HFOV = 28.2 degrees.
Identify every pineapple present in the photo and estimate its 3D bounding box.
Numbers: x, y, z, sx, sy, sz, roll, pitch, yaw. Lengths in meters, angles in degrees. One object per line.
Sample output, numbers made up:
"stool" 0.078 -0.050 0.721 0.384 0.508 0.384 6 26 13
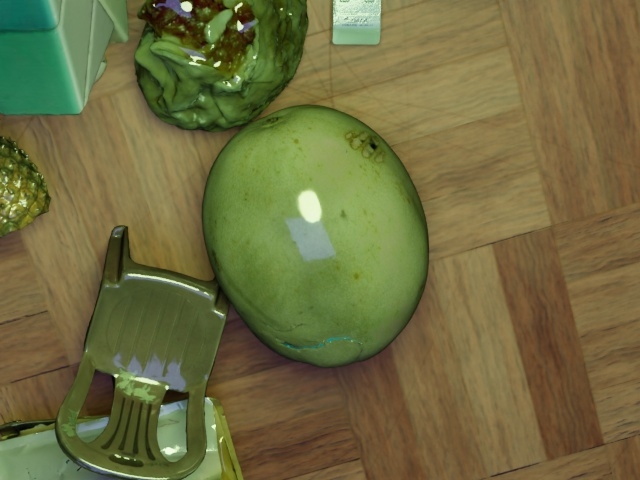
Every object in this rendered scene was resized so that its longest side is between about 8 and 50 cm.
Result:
"pineapple" -0.430 -0.124 1.549 0.125 0.125 0.251 -25 101 4

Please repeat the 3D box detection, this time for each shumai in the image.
"shumai" -0.113 -0.236 1.480 0.189 0.218 0.256 22 101 -4

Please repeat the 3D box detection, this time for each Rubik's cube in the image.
"Rubik's cube" -0.368 -0.316 1.279 0.358 0.368 0.387 1 133 5

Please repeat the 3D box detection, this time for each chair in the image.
"chair" -0.204 0.129 1.526 0.176 0.326 0.183 14 106 -9

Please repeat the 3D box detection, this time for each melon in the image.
"melon" 0.000 0.000 1.529 0.268 0.268 0.330 -22 114 3

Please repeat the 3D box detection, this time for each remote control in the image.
"remote control" 0.044 -0.321 1.555 0.061 0.029 0.162 0 103 -6

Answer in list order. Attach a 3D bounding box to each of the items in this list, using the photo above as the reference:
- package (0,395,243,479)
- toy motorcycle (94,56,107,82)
"package" -0.270 0.304 1.687 0.311 0.221 0.165 -13 68 3
"toy motorcycle" -0.357 -0.277 1.503 0.254 0.112 0.112 43 100 -13
